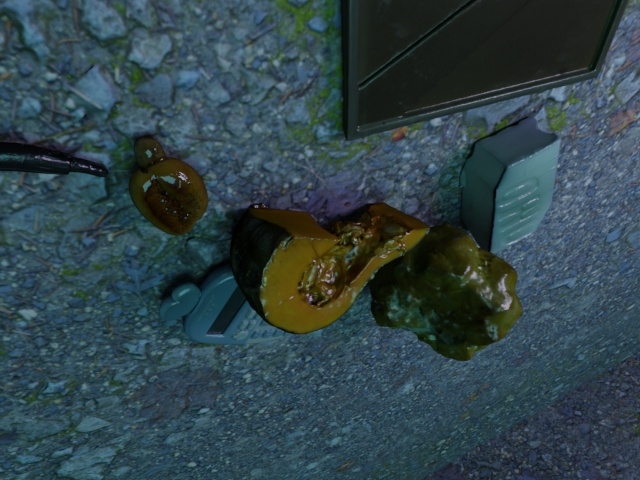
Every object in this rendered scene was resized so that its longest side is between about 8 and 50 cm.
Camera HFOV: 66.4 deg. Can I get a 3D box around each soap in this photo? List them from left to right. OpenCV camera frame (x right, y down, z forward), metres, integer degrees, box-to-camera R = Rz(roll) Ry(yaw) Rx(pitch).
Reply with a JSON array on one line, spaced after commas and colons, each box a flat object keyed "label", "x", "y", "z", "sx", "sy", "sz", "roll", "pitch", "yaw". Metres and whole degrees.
[{"label": "soap", "x": 0.335, "y": -0.084, "z": 0.874, "sx": 0.145, "sy": 0.091, "sz": 0.231, "roll": -26, "pitch": 137, "yaw": -3}]

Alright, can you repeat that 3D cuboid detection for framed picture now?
[{"label": "framed picture", "x": 0.233, "y": -0.319, "z": 0.633, "sx": 0.445, "sy": 0.028, "sz": 0.326, "roll": -16, "pitch": 137, "yaw": -13}]

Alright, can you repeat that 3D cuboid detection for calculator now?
[{"label": "calculator", "x": -0.130, "y": 0.115, "z": 0.859, "sx": 0.302, "sy": 0.042, "sz": 0.188, "roll": 15, "pitch": 124, "yaw": -38}]

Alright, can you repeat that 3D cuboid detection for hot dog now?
[{"label": "hot dog", "x": -0.200, "y": -0.067, "z": 0.633, "sx": 0.089, "sy": 0.060, "sz": 0.140, "roll": -34, "pitch": 145, "yaw": 1}]

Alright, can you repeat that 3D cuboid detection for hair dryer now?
[{"label": "hair dryer", "x": -0.356, "y": -0.072, "z": 0.550, "sx": 0.219, "sy": 0.075, "sz": 0.195, "roll": -2, "pitch": 142, "yaw": -37}]

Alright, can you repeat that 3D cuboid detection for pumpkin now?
[{"label": "pumpkin", "x": -0.001, "y": -0.001, "z": 0.732, "sx": 0.280, "sy": 0.139, "sz": 0.190, "roll": -43, "pitch": 125, "yaw": -5}]

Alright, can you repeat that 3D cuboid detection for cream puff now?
[{"label": "cream puff", "x": 0.225, "y": 0.084, "z": 0.900, "sx": 0.281, "sy": 0.185, "sz": 0.282, "roll": 15, "pitch": 133, "yaw": 16}]
